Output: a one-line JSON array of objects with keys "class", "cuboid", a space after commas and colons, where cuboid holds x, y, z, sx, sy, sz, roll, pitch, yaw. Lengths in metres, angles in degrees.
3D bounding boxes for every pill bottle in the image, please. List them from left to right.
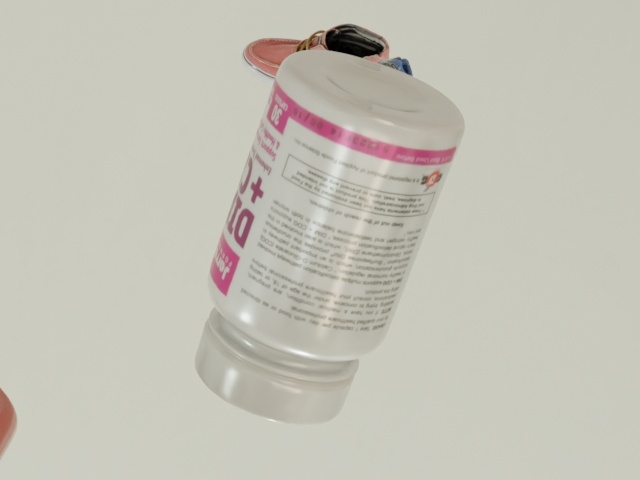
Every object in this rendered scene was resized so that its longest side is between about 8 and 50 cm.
[{"class": "pill bottle", "cuboid": [0.000, 0.000, 1.645, 0.160, 0.283, 0.160, 17, -159, -7]}]

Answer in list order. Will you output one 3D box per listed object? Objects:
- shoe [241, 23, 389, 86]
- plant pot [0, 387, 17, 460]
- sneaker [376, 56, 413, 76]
[{"class": "shoe", "cuboid": [-0.004, -0.206, 2.183, 0.178, 0.063, 0.081, 15, 147, 14]}, {"class": "plant pot", "cuboid": [-0.467, 0.242, 1.964, 0.275, 0.243, 0.275, 13, 148, 8]}, {"class": "sneaker", "cuboid": [0.069, -0.158, 2.022, 0.052, 0.058, 0.135, 62, -178, 0]}]
